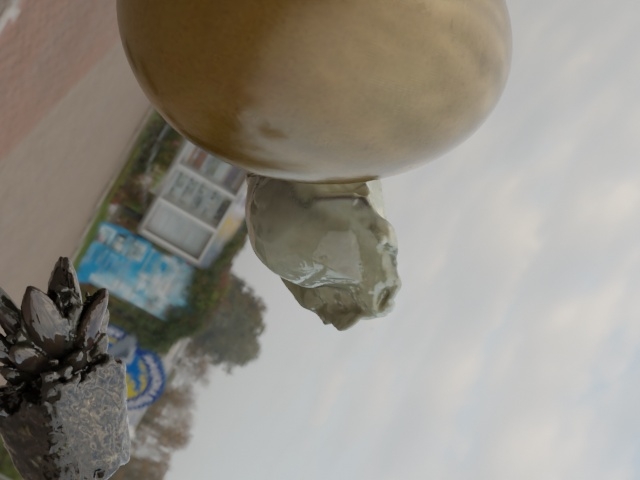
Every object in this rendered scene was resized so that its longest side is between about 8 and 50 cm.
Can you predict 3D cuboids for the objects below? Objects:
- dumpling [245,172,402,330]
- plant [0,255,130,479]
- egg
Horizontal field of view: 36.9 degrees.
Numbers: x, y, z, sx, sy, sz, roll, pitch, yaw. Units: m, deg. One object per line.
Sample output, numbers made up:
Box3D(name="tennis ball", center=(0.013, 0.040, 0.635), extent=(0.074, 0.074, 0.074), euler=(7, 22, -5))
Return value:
Box3D(name="dumpling", center=(0.000, 0.000, 1.009), extent=(0.147, 0.193, 0.258), euler=(-23, -152, -30))
Box3D(name="plant", center=(-0.377, 0.191, 1.369), extent=(0.194, 0.320, 0.181), euler=(-7, -166, 28))
Box3D(name="egg", center=(0.002, -0.167, 0.754), extent=(0.250, 0.323, 0.250), euler=(-40, -137, 51))
